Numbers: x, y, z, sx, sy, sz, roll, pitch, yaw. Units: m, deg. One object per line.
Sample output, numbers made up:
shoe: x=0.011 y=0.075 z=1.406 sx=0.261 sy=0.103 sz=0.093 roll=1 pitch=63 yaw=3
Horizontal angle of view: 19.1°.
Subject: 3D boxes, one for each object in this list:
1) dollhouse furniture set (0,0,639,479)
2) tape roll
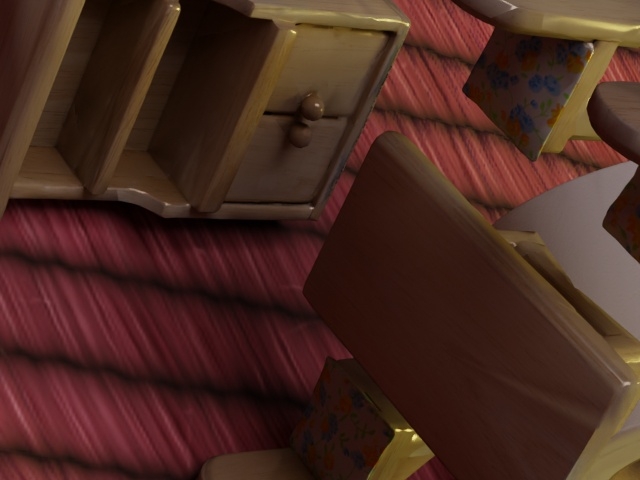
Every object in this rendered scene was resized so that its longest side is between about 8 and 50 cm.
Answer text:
dollhouse furniture set: x=0.000 y=0.000 z=1.046 sx=0.256 sy=0.362 sz=0.394 roll=0 pitch=36 yaw=-40
tape roll: x=0.229 y=0.068 z=1.252 sx=0.246 sy=0.246 sz=0.169 roll=7 pitch=61 yaw=-36
